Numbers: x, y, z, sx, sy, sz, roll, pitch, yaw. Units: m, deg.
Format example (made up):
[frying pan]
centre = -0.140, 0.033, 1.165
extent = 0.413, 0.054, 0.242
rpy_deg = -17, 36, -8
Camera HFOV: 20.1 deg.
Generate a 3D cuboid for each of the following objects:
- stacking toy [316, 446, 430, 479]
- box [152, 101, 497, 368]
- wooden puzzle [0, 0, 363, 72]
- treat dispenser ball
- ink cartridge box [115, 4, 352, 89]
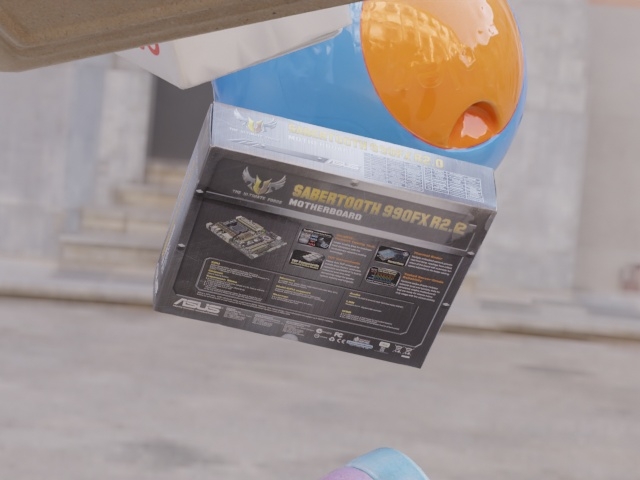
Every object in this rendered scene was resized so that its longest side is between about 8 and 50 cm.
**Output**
[stacking toy]
centre = 0.084, 0.274, 1.080
extent = 0.130, 0.280, 0.309
rpy_deg = -14, 17, -26
[box]
centre = 0.000, 0.000, 1.413
extent = 0.231, 0.183, 0.056
rpy_deg = 12, 40, -11
[wooden puzzle]
centre = -0.053, -0.128, 0.488
extent = 0.238, 0.044, 0.221
rpy_deg = -4, -28, 22
[treat dispenser ball]
centre = 0.044, -0.150, 1.643
extent = 0.288, 0.288, 0.288
rpy_deg = 5, 5, 0
[ink cartridge box]
centre = -0.103, -0.247, 1.036
extent = 0.117, 0.278, 0.201
rpy_deg = -24, 27, -20
